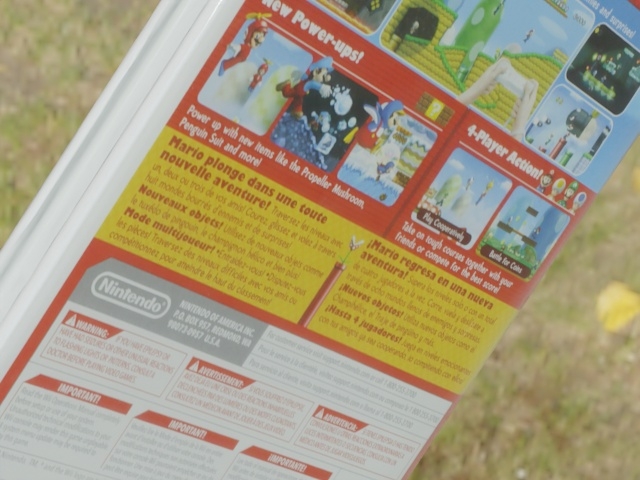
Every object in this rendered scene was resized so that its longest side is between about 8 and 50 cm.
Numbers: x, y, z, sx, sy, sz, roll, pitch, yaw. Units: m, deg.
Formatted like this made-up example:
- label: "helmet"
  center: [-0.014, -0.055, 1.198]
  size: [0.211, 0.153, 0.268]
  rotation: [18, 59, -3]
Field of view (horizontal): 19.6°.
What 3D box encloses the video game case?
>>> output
- label: "video game case"
  center: [0.000, 0.000, 0.577]
  size: [0.025, 0.285, 0.204]
  rotation: [38, 7, 40]
